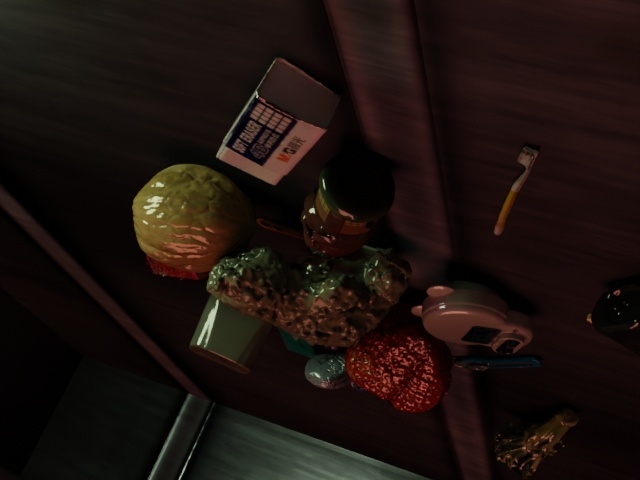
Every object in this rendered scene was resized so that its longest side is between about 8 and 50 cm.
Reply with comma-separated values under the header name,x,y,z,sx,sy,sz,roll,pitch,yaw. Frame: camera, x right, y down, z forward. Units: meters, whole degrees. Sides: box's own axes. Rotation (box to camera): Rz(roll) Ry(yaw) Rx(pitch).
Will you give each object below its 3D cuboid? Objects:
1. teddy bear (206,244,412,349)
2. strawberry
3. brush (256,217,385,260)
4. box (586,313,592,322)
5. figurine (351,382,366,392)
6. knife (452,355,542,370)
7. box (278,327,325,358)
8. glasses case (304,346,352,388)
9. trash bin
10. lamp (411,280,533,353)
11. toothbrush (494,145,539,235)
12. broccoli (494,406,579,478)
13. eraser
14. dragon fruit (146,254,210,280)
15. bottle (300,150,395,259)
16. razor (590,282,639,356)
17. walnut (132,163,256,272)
name,x,y,z,sx,sy,sz,roll,pitch,yaw
teddy bear,-0.054,0.088,1.811,0.367,0.225,0.357,23,165,-33
strawberry,0.192,0.251,2.037,0.250,0.239,0.288,19,144,1
brush,0.000,0.000,1.942,0.314,0.017,0.090,17,157,18
box,0.569,0.157,1.729,0.058,0.015,0.093,34,156,-19
figurine,0.102,0.405,2.695,0.136,0.077,0.079,30,127,27
knife,0.422,0.297,2.174,0.044,0.026,0.296,45,152,-18
box,-0.030,0.176,2.180,0.092,0.153,0.245,18,156,16
glasses case,0.086,0.291,2.213,0.109,0.282,0.067,30,131,43
trash bin,-0.204,0.189,2.260,0.219,0.250,0.219,24,164,-2
lamp,0.320,0.150,1.840,0.246,0.108,0.179,18,154,-5
toothbrush,0.311,-0.076,1.458,0.024,0.021,0.288,31,159,13
broccoli,0.587,0.513,2.377,0.145,0.165,0.304,52,147,13
eraser,-0.077,-0.188,1.503,0.130,0.086,0.287,28,158,-10
dragon fruit,-0.327,0.016,2.144,0.189,0.163,0.261,4,176,-37
bottle,0.043,-0.054,1.625,0.156,0.143,0.271,-18,162,-18
razor,0.651,0.188,1.595,0.327,0.107,0.189,32,157,-17
walnut,-0.257,-0.044,1.844,0.261,0.225,0.225,11,155,13
